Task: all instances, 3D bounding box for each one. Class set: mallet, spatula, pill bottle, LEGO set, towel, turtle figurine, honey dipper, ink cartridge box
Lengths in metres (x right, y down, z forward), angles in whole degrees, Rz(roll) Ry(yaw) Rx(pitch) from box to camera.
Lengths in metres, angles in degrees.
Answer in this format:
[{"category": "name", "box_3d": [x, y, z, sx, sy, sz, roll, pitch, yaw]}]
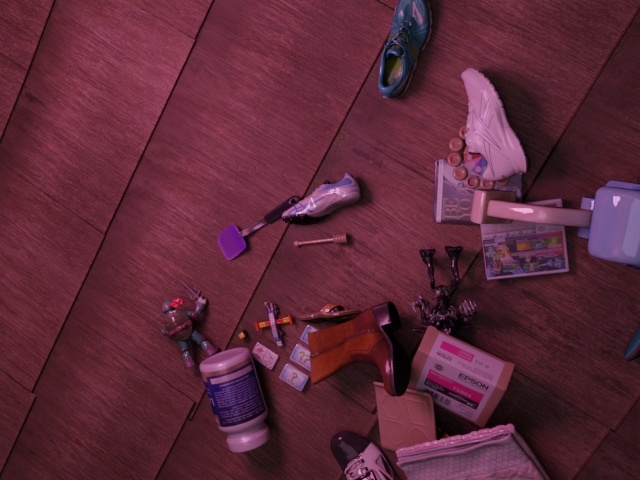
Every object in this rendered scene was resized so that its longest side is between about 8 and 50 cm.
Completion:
[{"category": "mallet", "box_3d": [0.333, 0.502, 1.779, 0.062, 0.039, 0.190, -48, 37, 11]}, {"category": "spatula", "box_3d": [-0.175, -0.046, 1.939, 0.296, 0.030, 0.084, -32, 85, 19]}, {"category": "pill bottle", "box_3d": [-0.236, 0.452, 1.948, 0.153, 0.153, 0.265, -15, 95, 19]}, {"category": "LEGO set", "box_3d": [-0.119, 0.292, 1.947, 0.244, 0.060, 0.183, 31, 101, 13]}, {"category": "towel", "box_3d": [0.393, 0.605, 1.681, 0.331, 0.053, 0.317, -24, 110, 30]}, {"category": "turtle figurine", "box_3d": [-0.405, 0.250, 2.010, 0.175, 0.118, 0.234, -28, 93, 19]}, {"category": "honey dipper", "box_3d": [0.000, 0.000, 1.890, 0.160, 0.030, 0.031, -5, 95, 22]}, {"category": "ink cartridge box", "box_3d": [0.346, 0.346, 1.736, 0.234, 0.088, 0.193, 24, 139, 15]}]

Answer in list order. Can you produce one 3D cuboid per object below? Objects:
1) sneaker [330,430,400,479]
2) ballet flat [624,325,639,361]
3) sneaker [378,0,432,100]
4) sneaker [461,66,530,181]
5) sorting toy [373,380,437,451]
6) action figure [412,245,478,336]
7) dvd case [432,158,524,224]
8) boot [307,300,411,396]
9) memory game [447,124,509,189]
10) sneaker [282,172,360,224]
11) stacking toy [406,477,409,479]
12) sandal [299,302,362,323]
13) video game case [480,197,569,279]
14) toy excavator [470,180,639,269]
[{"category": "sneaker", "box_3d": [0.141, 0.664, 1.858, 0.330, 0.146, 0.122, 47, 109, 10]}, {"category": "ballet flat", "box_3d": [0.796, 0.207, 1.629, 0.074, 0.074, 0.203, 23, 100, 15]}, {"category": "sneaker", "box_3d": [0.208, -0.489, 1.722, 0.106, 0.110, 0.276, 16, 100, 16]}, {"category": "sneaker", "box_3d": [0.401, -0.282, 1.670, 0.129, 0.111, 0.297, -25, 78, 20]}, {"category": "sorting toy", "box_3d": [0.232, 0.480, 1.824, 0.192, 0.038, 0.209, 1, 106, 46]}, {"category": "action figure", "box_3d": [0.311, 0.157, 1.747, 0.163, 0.141, 0.276, -5, 93, 7]}, {"category": "dvd case", "box_3d": [0.400, -0.122, 1.748, 0.221, 0.018, 0.165, 4, 98, 18]}, {"category": "boot", "box_3d": [0.083, 0.314, 1.777, 0.280, 0.096, 0.264, -27, 56, 25]}, {"category": "memory game", "box_3d": [0.410, -0.216, 1.722, 0.186, 0.012, 0.186, -1, 87, 17]}, {"category": "sneaker", "box_3d": [-0.001, -0.107, 1.856, 0.237, 0.085, 0.086, -23, 64, 21]}, {"category": "stacking toy", "box_3d": [0.369, 0.600, 1.787, 0.330, 0.141, 0.141, -26, 88, 24]}, {"category": "sandal", "box_3d": [0.027, 0.198, 1.888, 0.180, 0.072, 0.049, -6, 67, 21]}, {"category": "video game case", "box_3d": [0.507, -0.002, 1.710, 0.201, 0.023, 0.184, -7, 96, 12]}, {"category": "toy excavator", "box_3d": [0.621, -0.050, 1.538, 0.444, 0.433, 0.223, 4, 99, -18]}]
